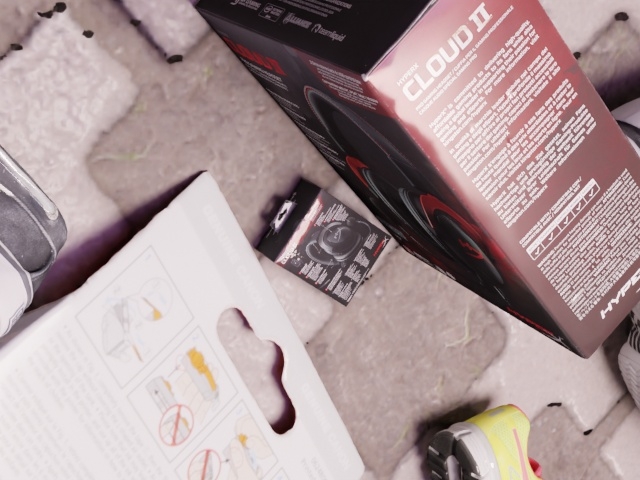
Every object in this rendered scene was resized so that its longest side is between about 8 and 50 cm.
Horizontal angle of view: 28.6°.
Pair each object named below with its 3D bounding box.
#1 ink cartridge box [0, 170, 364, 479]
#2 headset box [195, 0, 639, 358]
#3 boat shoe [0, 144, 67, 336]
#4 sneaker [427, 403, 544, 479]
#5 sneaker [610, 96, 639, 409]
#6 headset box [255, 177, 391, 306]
[{"bbox_3d":[-0.163,0.180,0.854,0.385,0.091,0.308,-45,126,-29],"label":"ink cartridge box"},{"bbox_3d":[0.068,-0.084,0.784,0.110,0.218,0.293,-47,126,-7],"label":"headset box"},{"bbox_3d":[-0.253,-0.078,0.674,0.301,0.108,0.102,47,49,-22],"label":"boat shoe"},{"bbox_3d":[0.153,0.225,1.042,0.094,0.081,0.209,-32,129,-32],"label":"sneaker"},{"bbox_3d":[0.336,0.022,1.016,0.210,0.137,0.366,-35,112,-14],"label":"sneaker"},{"bbox_3d":[0.000,0.000,0.890,0.083,0.032,0.062,32,90,-34],"label":"headset box"}]
